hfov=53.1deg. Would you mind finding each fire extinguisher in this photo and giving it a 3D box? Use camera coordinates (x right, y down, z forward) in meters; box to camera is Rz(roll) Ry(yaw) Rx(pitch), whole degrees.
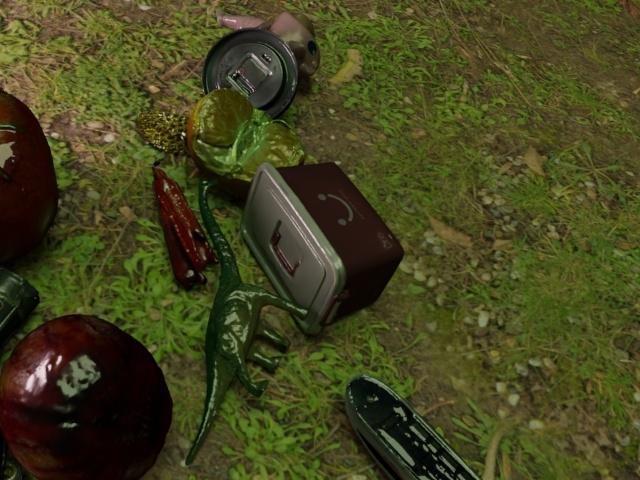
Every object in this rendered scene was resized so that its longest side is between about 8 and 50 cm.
[{"bbox_3d":[-0.537,0.167,0.920,0.118,0.093,0.294,13,47,19],"label":"fire extinguisher"}]

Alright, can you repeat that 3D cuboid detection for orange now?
[{"bbox_3d":[-0.155,-0.176,1.260,0.237,0.158,0.179,30,50,-6],"label":"orange"}]

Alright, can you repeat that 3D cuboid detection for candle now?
[{"bbox_3d":[-0.267,-0.038,1.185,0.084,0.059,0.302,-4,51,-37],"label":"candle"}]

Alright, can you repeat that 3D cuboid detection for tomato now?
[{"bbox_3d":[-0.567,-0.092,1.037,0.303,0.239,0.303,1,57,-2],"label":"tomato"}]

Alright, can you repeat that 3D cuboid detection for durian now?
[{"bbox_3d":[-0.285,-0.236,1.338,0.215,0.086,0.100,12,35,-2],"label":"durian"}]

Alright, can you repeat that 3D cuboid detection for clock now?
[{"bbox_3d":[-0.153,-0.358,1.411,0.215,0.042,0.215,0,88,6],"label":"clock"}]

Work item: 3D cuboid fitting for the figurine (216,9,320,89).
[{"bbox_3d":[-0.106,-0.492,1.542,0.287,0.176,0.186,35,75,33],"label":"figurine"}]

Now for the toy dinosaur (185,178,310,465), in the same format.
[{"bbox_3d":[-0.183,0.107,1.047,0.301,0.087,0.447,32,56,2],"label":"toy dinosaur"}]

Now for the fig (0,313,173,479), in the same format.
[{"bbox_3d":[-0.321,0.210,0.864,0.224,0.224,0.263,-25,54,-31],"label":"fig"}]

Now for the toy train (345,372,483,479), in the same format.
[{"bbox_3d":[0.177,0.366,0.942,0.086,0.088,0.407,-29,63,-34],"label":"toy train"}]

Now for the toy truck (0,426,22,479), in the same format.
[{"bbox_3d":[-0.454,0.319,0.810,0.114,0.098,0.227,-16,52,-1],"label":"toy truck"}]

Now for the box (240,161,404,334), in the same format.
[{"bbox_3d":[0.000,0.000,1.146,0.167,0.193,0.294,-14,56,-35],"label":"box"}]
